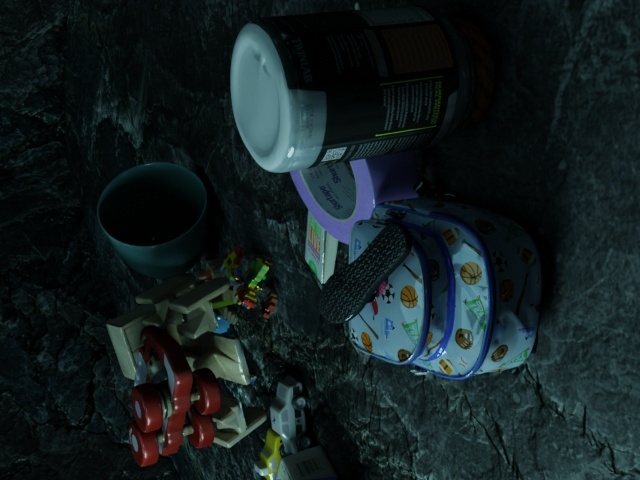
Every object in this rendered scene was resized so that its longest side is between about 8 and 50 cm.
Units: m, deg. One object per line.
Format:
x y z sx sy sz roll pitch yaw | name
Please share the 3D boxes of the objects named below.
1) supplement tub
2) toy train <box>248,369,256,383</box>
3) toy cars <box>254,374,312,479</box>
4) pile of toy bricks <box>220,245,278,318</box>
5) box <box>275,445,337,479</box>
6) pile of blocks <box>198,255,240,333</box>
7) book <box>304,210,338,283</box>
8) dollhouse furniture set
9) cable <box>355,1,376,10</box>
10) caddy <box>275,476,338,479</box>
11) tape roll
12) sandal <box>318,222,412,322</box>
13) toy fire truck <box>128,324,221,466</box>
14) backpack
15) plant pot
0.057 -0.204 1.027 0.193 0.316 0.193 36 132 55 | supplement tub
-0.214 0.374 2.163 0.158 0.027 0.036 -11 95 64 | toy train
-0.101 0.494 1.906 0.393 0.087 0.176 103 150 -42 | toy cars
-0.154 0.086 1.858 0.105 0.118 0.212 -56 29 10 | pile of toy bricks
-0.047 0.605 1.839 0.094 0.113 0.275 57 146 37 | box
-0.314 0.189 2.185 0.149 0.113 0.362 64 151 26 | pile of blocks
0.000 0.000 1.566 0.096 0.035 0.144 -128 34 -48 | book
-0.295 0.245 1.923 0.394 0.256 0.362 5 117 44 | dollhouse furniture set
0.075 -0.237 1.252 0.139 0.072 0.287 44 138 43 | cable
-0.031 0.645 1.627 0.241 0.179 0.341 -96 -4 -52 | caddy
0.040 -0.134 1.268 0.275 0.090 0.274 47 150 37 | tape roll
0.064 0.048 1.018 0.179 0.040 0.067 -46 56 30 | sandal
-0.350 0.325 1.724 0.254 0.169 0.302 53 142 37 | toy fire truck
0.168 0.065 1.072 0.263 0.213 0.276 10 107 51 | backpack
-0.442 -0.030 2.169 0.235 0.293 0.293 87 157 -53 | plant pot
